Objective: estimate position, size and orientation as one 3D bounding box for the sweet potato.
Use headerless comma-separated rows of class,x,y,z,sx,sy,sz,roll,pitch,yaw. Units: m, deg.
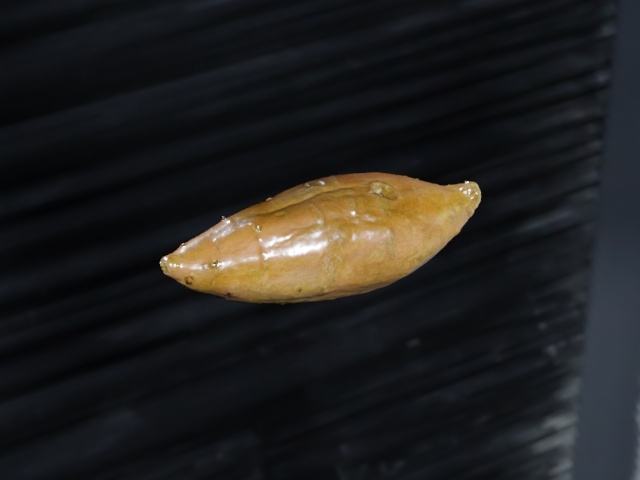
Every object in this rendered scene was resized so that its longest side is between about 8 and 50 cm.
sweet potato,0.000,0.000,0.513,0.034,0.095,0.034,170,90,-68
